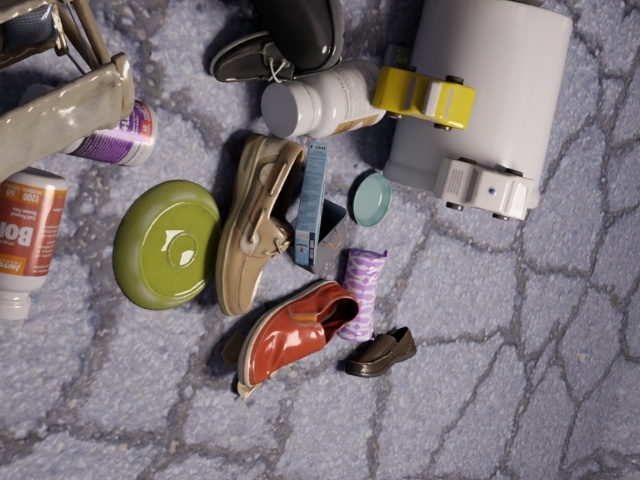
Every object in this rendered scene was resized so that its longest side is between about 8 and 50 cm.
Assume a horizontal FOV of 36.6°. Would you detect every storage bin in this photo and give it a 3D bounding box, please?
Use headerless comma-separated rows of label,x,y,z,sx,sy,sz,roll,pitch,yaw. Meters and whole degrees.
storage bin,0.000,0.000,1.932,0.135,0.098,0.091,-47,144,-24

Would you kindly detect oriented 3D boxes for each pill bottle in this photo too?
pill bottle,-0.352,-0.178,1.464,0.194,0.108,0.108,9,99,-49
pill bottle,-0.452,0.001,1.418,0.121,0.121,0.216,7,99,-48
pill bottle,0.008,-0.259,1.800,0.229,0.131,0.131,-19,119,-41

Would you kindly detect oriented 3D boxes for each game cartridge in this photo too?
game cartridge,0.162,-0.375,2.009,0.083,0.017,0.055,0,109,-47

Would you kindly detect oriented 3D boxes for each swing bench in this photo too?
swing bench,-0.406,-0.220,1.263,0.253,0.165,0.254,-34,103,-27

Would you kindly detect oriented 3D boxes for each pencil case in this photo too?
pencil case,0.088,0.119,2.068,0.088,0.086,0.206,6,105,-13

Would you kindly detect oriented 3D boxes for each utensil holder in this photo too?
utensil holder,0.324,-0.288,1.987,0.328,0.328,0.385,1,103,-47

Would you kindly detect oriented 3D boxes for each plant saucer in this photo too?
plant saucer,0.104,-0.087,2.056,0.119,0.021,0.119,-20,119,-42
plant saucer,-0.253,0.014,1.702,0.241,0.037,0.240,-19,118,-41

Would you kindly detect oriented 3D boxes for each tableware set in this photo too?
tableware set,-0.129,0.231,1.933,0.141,0.020,0.168,-40,131,-29

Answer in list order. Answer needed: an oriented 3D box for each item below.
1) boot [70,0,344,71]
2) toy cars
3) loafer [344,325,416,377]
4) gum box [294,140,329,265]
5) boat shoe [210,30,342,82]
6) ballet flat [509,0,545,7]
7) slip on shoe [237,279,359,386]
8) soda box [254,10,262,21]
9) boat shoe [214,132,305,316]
boot,-0.190,-0.409,1.465,0.445,0.146,0.366,-19,90,-45
toy cars,0.255,-0.177,1.790,0.176,0.087,0.393,-36,101,1
loafer,0.132,0.248,2.187,0.220,0.080,0.078,-20,110,-47
gum box,-0.017,-0.068,1.812,0.157,0.041,0.184,93,5,-67
boat shoe,-0.076,-0.315,1.685,0.233,0.079,0.084,-15,142,-19
ballet flat,0.395,-0.519,1.935,0.139,0.400,0.139,-1,100,-5
slip on shoe,-0.042,0.184,1.923,0.331,0.101,0.123,-34,132,-41
soda box,-0.041,-0.386,1.752,0.169,0.060,0.053,28,88,-48
boat shoe,-0.109,-0.019,1.760,0.122,0.110,0.340,-16,118,-73
